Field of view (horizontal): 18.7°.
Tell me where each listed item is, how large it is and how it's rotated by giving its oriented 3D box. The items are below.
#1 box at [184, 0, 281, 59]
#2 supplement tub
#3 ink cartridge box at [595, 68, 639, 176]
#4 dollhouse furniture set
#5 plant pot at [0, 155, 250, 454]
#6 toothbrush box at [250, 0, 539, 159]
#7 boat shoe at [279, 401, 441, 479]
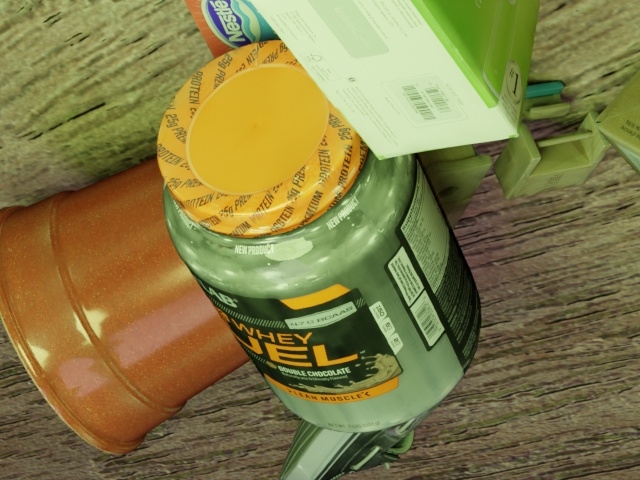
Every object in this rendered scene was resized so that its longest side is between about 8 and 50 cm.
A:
[{"bbox_3d":[-0.022,-0.234,1.567,0.142,0.154,0.300,0,147,20],"label":"box"},{"bbox_3d":[0.000,0.000,1.592,0.207,0.207,0.338,0,148,20],"label":"supplement tub"},{"bbox_3d":[0.374,-0.039,1.676,0.193,0.088,0.234,44,177,-37],"label":"ink cartridge box"},{"bbox_3d":[0.142,-0.095,1.788,0.183,0.129,0.129,-10,155,-21],"label":"dollhouse furniture set"},{"bbox_3d":[-0.137,0.028,1.885,0.265,0.272,0.272,-28,135,15],"label":"plant pot"},{"bbox_3d":[0.069,-0.235,1.406,0.122,0.283,0.206,-9,142,29],"label":"toothbrush box"},{"bbox_3d":[0.054,0.221,2.278,0.119,0.121,0.335,25,144,-11],"label":"boat shoe"}]
